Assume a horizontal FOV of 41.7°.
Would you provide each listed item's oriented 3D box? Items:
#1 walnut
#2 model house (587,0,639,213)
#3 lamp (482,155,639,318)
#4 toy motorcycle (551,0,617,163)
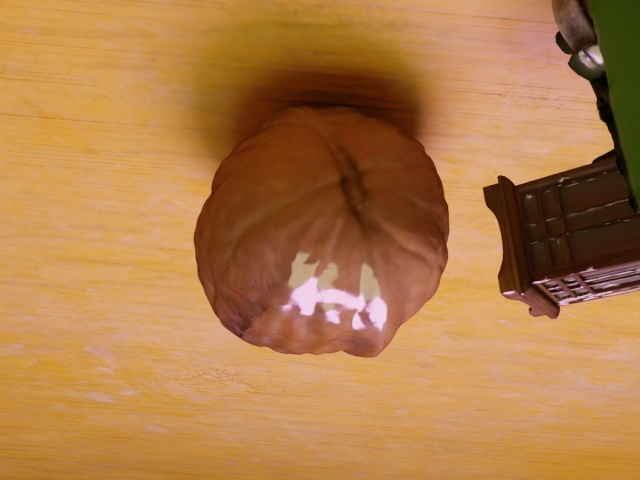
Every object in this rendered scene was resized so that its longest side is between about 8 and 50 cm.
[{"bbox_3d":[0.000,0.000,0.737,0.225,0.225,0.261,6,157,-5],"label":"walnut"},{"bbox_3d":[0.310,-0.186,0.294,0.324,0.300,0.340,5,156,-21],"label":"model house"},{"bbox_3d":[0.274,-0.030,0.528,0.325,0.089,0.090,-15,158,25],"label":"lamp"},{"bbox_3d":[0.304,-0.123,0.568,0.275,0.127,0.205,16,152,-29],"label":"toy motorcycle"}]
